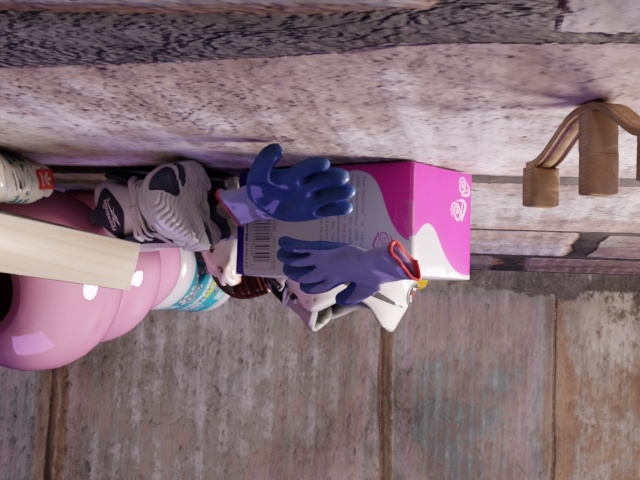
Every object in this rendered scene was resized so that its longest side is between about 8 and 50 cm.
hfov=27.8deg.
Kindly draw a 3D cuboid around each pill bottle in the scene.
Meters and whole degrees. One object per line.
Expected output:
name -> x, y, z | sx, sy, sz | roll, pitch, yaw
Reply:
pill bottle -> -0.242, 0.040, 2.059 | 0.146, 0.146, 0.264 | 1, 176, 21

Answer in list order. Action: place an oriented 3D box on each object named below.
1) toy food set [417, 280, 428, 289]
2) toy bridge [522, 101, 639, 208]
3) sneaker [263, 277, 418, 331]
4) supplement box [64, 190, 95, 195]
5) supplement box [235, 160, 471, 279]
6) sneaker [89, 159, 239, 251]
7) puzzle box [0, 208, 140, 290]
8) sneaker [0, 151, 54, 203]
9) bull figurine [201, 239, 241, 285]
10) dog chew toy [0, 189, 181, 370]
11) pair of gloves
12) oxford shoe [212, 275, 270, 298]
toy food set -> 0.054, 0.035, 2.052 | 0.104, 0.111, 0.232 | 5, 178, -42
toy bridge -> 0.188, -0.061, 0.876 | 0.026, 0.063, 0.188 | 3, 175, -16
sneaker -> -0.031, 0.041, 1.753 | 0.330, 0.146, 0.122 | 12, 172, 23
supplement box -> -0.294, -0.034, 1.673 | 0.043, 0.055, 0.083 | 0, 176, 17
supplement box -> 0.033, -0.016, 1.312 | 0.220, 0.111, 0.114 | 0, 176, 39
sneaker -> -0.182, -0.030, 1.343 | 0.153, 0.094, 0.235 | -7, -176, 13
puzzle box -> -0.413, -0.029, 1.239 | 0.408, 0.052, 0.272 | 13, 179, 25
sneaker -> -0.300, -0.064, 1.270 | 0.075, 0.057, 0.161 | -4, 180, -13
bull figurine -> 0.000, 0.000, 1.535 | 0.188, 0.101, 0.310 | 6, -171, 30
dog chew toy -> -0.283, 0.034, 1.511 | 0.206, 0.207, 0.332 | 0, -174, 27
pair of gloves -> -0.005, -0.012, 1.195 | 0.159, 0.023, 0.198 | -11, 129, 42
oxford shoe -> -0.006, 0.005, 1.916 | 0.348, 0.123, 0.130 | -3, -159, 37
